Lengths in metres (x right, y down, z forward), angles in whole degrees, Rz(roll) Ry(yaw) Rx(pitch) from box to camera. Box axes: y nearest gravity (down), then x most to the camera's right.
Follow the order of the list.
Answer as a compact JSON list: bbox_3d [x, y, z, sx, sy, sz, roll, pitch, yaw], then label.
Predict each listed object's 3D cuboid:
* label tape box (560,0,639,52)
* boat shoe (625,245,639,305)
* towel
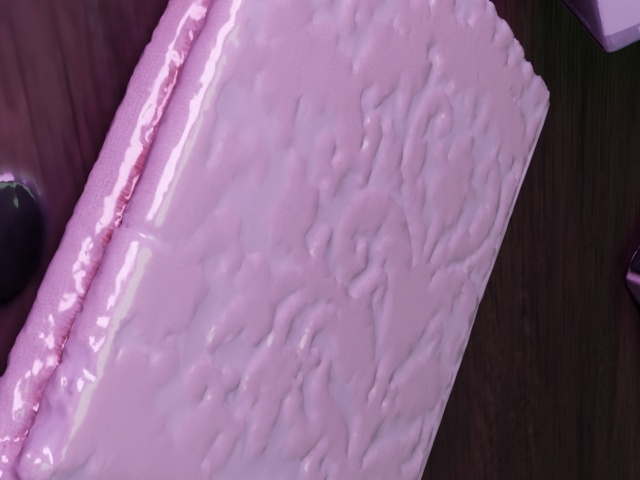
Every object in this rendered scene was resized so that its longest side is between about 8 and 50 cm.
[{"bbox_3d":[0.209,-0.287,0.692,0.241,0.106,0.333,-24,137,0],"label":"label tape box"},{"bbox_3d":[0.383,0.052,1.224,0.158,0.127,0.340,-57,145,-14],"label":"boat shoe"},{"bbox_3d":[0.000,0.000,0.652,0.332,0.053,0.317,39,69,-58],"label":"towel"}]
